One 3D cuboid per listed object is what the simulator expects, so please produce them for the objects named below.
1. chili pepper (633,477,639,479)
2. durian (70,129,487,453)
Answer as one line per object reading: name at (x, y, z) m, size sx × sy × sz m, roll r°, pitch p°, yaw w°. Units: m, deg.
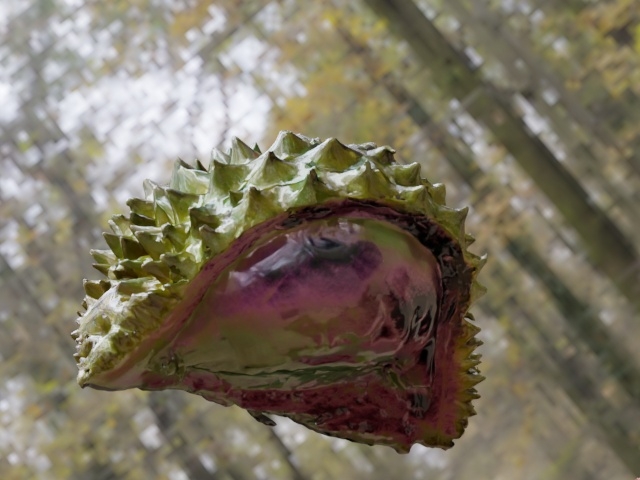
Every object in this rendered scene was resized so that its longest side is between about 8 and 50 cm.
chili pepper at (0.101, 0.117, 0.762) m, size 0.268 × 0.059 × 0.050 m, roll -2°, pitch -48°, yaw -32°
durian at (0.002, -0.001, 0.719) m, size 0.187 × 0.119 × 0.108 m, roll 14°, pitch -50°, yaw -34°
